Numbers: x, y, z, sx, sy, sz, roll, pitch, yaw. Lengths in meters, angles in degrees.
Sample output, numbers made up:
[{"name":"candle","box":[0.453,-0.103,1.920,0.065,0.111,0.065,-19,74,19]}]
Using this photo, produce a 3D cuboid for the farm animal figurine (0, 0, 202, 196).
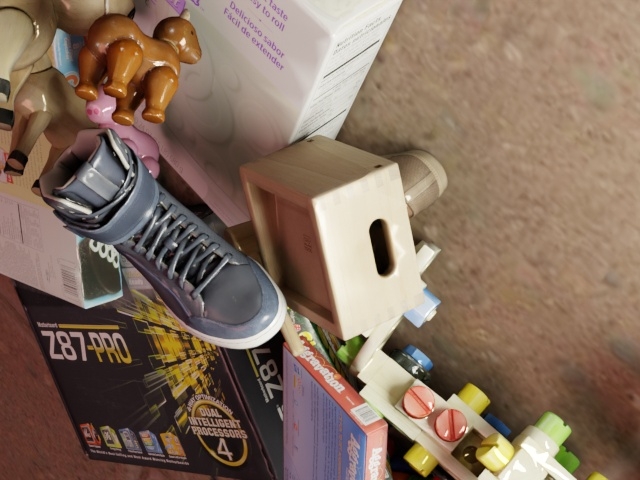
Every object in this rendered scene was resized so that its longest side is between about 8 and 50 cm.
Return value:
[{"name":"farm animal figurine","box":[-0.259,-0.179,1.181,0.326,0.172,0.330,20,159,-23]}]

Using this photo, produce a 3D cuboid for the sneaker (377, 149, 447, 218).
[{"name":"sneaker","box":[0.033,-0.038,1.216,0.066,0.071,0.188,58,148,-8]}]

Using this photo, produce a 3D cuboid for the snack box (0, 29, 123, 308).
[{"name":"snack box","box":[-0.310,-0.101,1.487,0.187,0.060,0.322,17,118,42]}]

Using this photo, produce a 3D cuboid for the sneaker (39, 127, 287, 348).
[{"name":"sneaker","box":[-0.137,-0.004,1.111,0.226,0.086,0.163,35,171,30]}]

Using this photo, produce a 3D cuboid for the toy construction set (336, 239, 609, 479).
[{"name":"toy construction set","box":[0.119,0.157,1.222,0.328,0.151,0.215,55,174,12]}]

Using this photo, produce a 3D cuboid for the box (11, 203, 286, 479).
[{"name":"box","box":[-0.200,0.121,1.609,0.395,0.097,0.318,-2,111,47]}]

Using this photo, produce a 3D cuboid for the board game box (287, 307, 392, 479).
[{"name":"board game box","box":[0.005,0.118,1.380,0.136,0.030,0.260,-90,-26,-71]}]

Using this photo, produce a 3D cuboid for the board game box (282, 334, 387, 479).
[{"name":"board game box","box":[0.011,0.241,1.313,0.145,0.027,0.281,45,145,42]}]

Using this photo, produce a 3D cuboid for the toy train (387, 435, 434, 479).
[{"name":"toy train","box":[0.045,0.293,1.461,0.248,0.143,0.105,-6,116,55]}]

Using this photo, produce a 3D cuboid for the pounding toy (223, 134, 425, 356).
[{"name":"pounding toy","box":[-0.001,0.007,1.154,0.206,0.094,0.181,27,135,56]}]

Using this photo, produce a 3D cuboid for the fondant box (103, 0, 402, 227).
[{"name":"fondant box","box":[-0.080,-0.181,1.202,0.238,0.096,0.330,46,147,12]}]
